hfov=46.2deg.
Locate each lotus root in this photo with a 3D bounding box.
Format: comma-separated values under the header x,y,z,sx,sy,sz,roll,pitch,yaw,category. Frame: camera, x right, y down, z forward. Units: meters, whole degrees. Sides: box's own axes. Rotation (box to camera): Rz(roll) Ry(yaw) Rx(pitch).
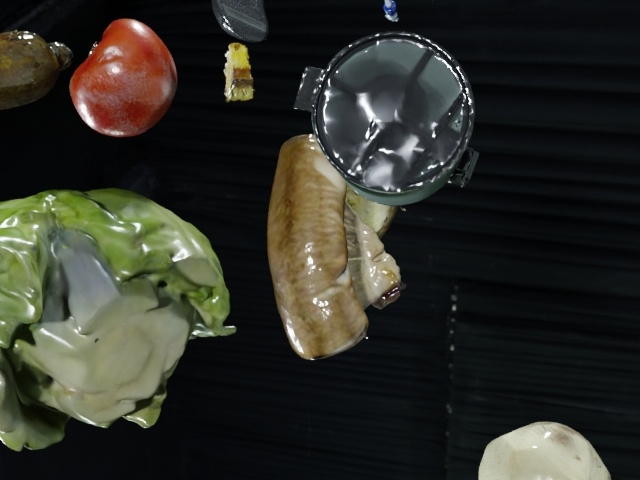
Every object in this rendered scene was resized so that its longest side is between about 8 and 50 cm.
x,y,z,sx,sy,sz,roll,pitch,yaw,category
-0.491,-0.269,1.195,0.209,0.120,0.120,-26,-53,-34,lotus root

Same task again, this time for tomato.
x,y,z,sx,sy,sz,roll,pitch,yaw,category
-0.310,-0.255,1.205,0.187,0.151,0.187,-46,7,7,tomato

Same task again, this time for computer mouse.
x,y,z,sx,sy,sz,roll,pitch,yaw,category
-0.196,-0.547,1.733,0.147,0.088,0.264,22,-127,-32,computer mouse

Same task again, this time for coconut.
x,y,z,sx,sy,sz,roll,pitch,yaw,category
0.384,0.407,1.268,0.224,0.224,0.224,6,-90,-75,coconut

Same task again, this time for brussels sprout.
x,y,z,sx,sy,sz,roll,pitch,yaw,category
-0.378,0.089,1.160,0.425,0.361,0.343,-7,-66,-44,brussels sprout

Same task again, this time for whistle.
x,y,z,sx,sy,sz,roll,pitch,yaw,category
0.155,-0.521,1.692,0.029,0.033,0.083,-63,-20,-12,whistle

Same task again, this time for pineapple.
x,y,z,sx,sy,sz,roll,pitch,yaw,category
-0.192,-0.388,1.749,0.116,0.069,0.137,-125,27,-63,pineapple

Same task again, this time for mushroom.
x,y,z,sx,sy,sz,roll,pitch,yaw,category
-0.026,0.003,1.520,0.313,0.224,0.397,-42,-67,-50,mushroom

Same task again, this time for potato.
x,y,z,sx,sy,sz,roll,pitch,yaw,category
0.122,-0.098,1.813,0.299,0.116,0.239,-55,42,28,potato

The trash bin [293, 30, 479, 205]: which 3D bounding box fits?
x,y,z,sx,sy,sz,roll,pitch,yaw,category
0.110,-0.168,1.119,0.262,0.277,0.217,8,-79,-84,trash bin
